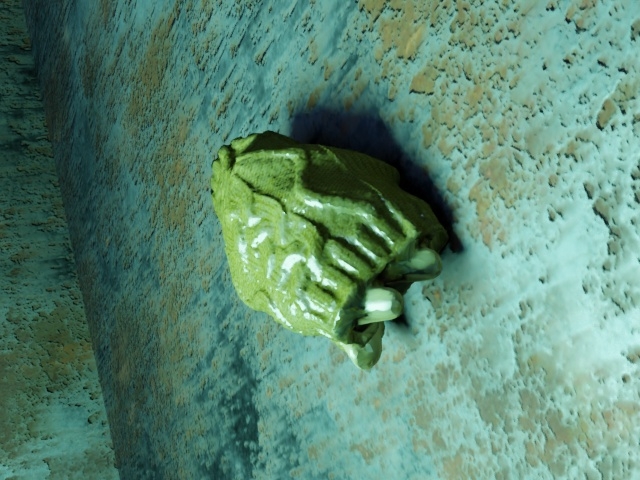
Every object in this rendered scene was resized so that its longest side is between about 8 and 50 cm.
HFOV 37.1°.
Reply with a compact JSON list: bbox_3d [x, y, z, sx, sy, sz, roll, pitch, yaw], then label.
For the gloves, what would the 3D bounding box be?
[{"bbox_3d":[-0.017,0.000,0.940,0.356,0.155,0.203,31,127,53],"label":"gloves"}]
